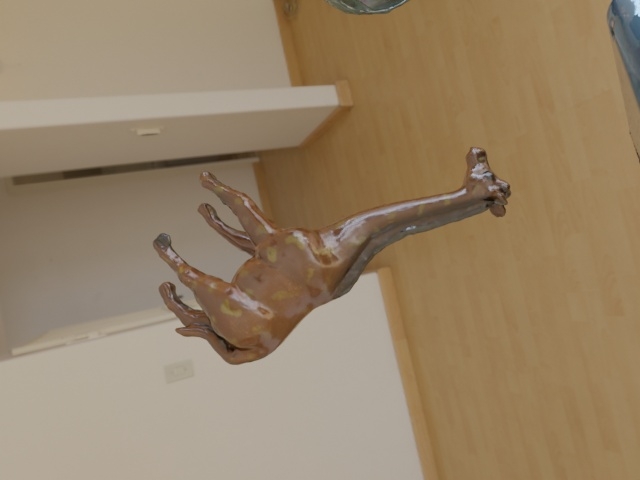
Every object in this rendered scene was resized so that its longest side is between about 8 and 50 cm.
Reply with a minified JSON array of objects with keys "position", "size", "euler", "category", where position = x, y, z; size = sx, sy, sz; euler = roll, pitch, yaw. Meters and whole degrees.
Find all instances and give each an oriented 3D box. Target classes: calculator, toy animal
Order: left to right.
[{"position":[0.000,0.000,0.359],"size":[0.230,0.224,0.066],"euler":[23,167,21],"category":"toy animal"},{"position":[0.226,-0.071,0.303],"size":[0.039,0.210,0.121],"euler":[-19,61,32],"category":"calculator"}]

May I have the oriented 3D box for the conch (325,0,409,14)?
[{"position":[0.102,-0.386,0.578],"size":[0.195,0.277,0.220],"euler":[-9,92,51],"category":"conch"}]
